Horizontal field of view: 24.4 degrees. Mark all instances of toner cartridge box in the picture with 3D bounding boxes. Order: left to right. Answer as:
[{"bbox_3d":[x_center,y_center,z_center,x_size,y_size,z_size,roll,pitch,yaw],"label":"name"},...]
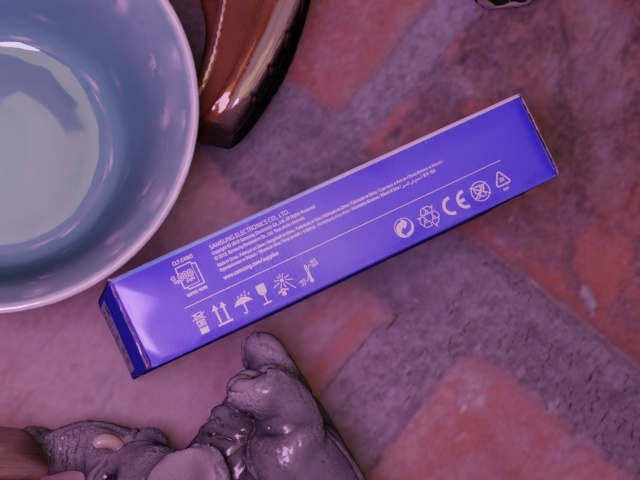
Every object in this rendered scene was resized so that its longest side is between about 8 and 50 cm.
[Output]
[{"bbox_3d":[0.000,0.000,1.165,0.348,0.165,0.075,-25,89,-14],"label":"toner cartridge box"}]

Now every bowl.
[{"bbox_3d":[-0.254,-0.087,1.146,0.312,0.163,0.311,2,79,-9],"label":"bowl"}]

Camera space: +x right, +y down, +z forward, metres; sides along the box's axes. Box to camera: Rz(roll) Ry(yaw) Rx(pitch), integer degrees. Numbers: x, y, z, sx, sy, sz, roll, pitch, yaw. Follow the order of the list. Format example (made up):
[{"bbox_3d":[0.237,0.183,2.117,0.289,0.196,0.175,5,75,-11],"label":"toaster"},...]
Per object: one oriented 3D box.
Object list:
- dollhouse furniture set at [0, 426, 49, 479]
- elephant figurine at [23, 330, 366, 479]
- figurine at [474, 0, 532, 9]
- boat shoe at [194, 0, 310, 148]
[{"bbox_3d":[-0.248,0.287,1.090,0.212,0.161,0.242,-37,72,10],"label":"dollhouse furniture set"},{"bbox_3d":[-0.098,0.195,1.142,0.239,0.186,0.169,-32,120,-3],"label":"elephant figurine"},{"bbox_3d":[0.225,-0.322,1.306,0.215,0.092,0.209,-5,77,-11],"label":"figurine"},{"bbox_3d":[-0.060,-0.232,1.234,0.120,0.122,0.324,19,70,0],"label":"boat shoe"}]
